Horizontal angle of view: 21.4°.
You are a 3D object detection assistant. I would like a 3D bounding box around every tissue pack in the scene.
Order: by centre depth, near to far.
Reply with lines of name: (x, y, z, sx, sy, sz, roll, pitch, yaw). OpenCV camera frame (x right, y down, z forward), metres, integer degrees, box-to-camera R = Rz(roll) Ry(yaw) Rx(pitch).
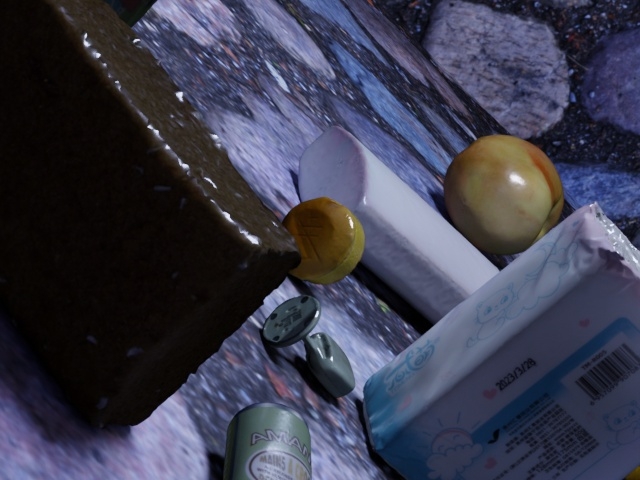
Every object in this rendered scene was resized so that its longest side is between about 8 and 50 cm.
tissue pack: (0.192, 0.123, 1.447, 0.201, 0.271, 0.124, 41, 17, -29)

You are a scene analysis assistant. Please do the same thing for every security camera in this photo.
security camera: (-0.004, 0.094, 1.411, 0.092, 0.058, 0.058, 55, 8, -33)

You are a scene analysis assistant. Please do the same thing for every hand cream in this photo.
hand cream: (-0.031, 0.181, 1.054, 0.086, 0.055, 0.235, 40, 22, -22)

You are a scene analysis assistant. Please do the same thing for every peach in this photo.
peach: (0.263, -0.069, 2.470, 0.184, 0.184, 0.184, 46, 13, -14)

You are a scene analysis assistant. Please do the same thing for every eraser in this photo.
eraser: (0.099, 0.005, 1.876, 0.270, 0.095, 0.174, 42, 15, -31)

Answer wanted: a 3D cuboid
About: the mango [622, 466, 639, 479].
mango: (0.247, 0.188, 1.725, 0.249, 0.156, 0.151, 41, -21, -23)

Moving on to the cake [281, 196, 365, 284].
cake: (0.000, 0.000, 1.594, 0.044, 0.084, 0.084, 34, 20, -54)

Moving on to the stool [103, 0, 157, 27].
stool: (-0.234, -0.340, 1.337, 0.226, 0.310, 0.310, 50, 10, 36)

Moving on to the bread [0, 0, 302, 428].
bread: (-0.189, -0.092, 1.066, 0.416, 0.165, 0.113, 53, 19, 16)
